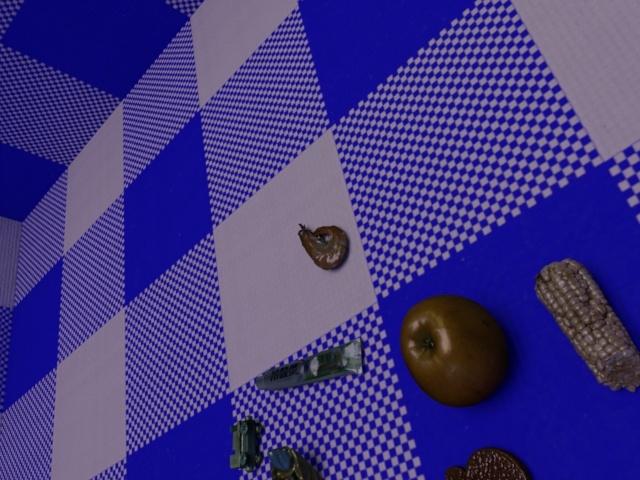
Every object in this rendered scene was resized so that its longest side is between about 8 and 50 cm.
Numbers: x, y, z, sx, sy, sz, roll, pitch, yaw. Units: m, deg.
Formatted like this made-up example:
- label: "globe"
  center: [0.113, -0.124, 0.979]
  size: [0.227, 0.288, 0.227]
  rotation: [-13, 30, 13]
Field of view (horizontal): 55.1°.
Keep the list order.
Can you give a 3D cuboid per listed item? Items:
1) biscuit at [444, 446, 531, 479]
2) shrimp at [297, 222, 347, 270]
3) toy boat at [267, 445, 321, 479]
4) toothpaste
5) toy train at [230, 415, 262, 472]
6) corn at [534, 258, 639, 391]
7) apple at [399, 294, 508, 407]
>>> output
- label: "biscuit"
  center: [0.255, 0.398, 0.971]
  size: [0.175, 0.026, 0.124]
  rotation: [-35, 49, 32]
- label: "shrimp"
  center: [0.000, 0.000, 1.407]
  size: [0.099, 0.041, 0.180]
  rotation: [-59, 41, 9]
- label: "toy boat"
  center: [-0.046, 0.548, 1.198]
  size: [0.111, 0.084, 0.276]
  rotation: [-26, 59, 35]
- label: "toothpaste"
  center: [-0.028, 0.279, 1.319]
  size: [0.297, 0.048, 0.075]
  rotation: [-24, 57, 36]
- label: "toy train"
  center: [-0.170, 0.463, 1.392]
  size: [0.081, 0.050, 0.122]
  rotation: [-31, 54, 45]
- label: "corn"
  center: [0.390, 0.119, 0.898]
  size: [0.087, 0.087, 0.211]
  rotation: [-43, 46, 27]
- label: "apple"
  center: [0.214, 0.177, 1.010]
  size: [0.182, 0.155, 0.182]
  rotation: [-21, 59, 38]
